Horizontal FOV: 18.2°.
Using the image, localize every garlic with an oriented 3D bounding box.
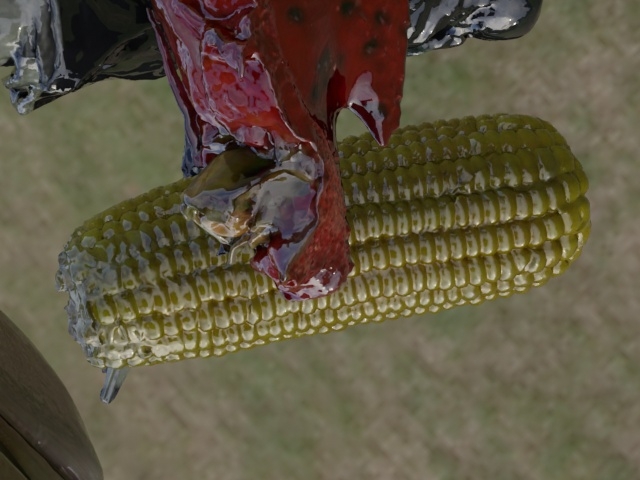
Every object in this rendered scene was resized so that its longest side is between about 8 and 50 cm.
[{"bbox_3d":[-0.288,0.157,1.653,0.325,0.132,0.279,56,-165,-39],"label":"garlic"}]

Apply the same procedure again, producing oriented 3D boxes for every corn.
[{"bbox_3d":[0.000,0.000,1.294,0.131,0.344,0.131,169,90,-80],"label":"corn"}]

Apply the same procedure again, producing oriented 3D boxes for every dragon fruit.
[{"bbox_3d":[-0.023,-0.069,0.840,0.092,0.122,0.192,-4,97,41],"label":"dragon fruit"}]

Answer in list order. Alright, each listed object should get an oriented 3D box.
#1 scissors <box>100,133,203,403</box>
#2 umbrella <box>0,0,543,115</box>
[{"bbox_3d":[-0.098,-0.021,1.439,0.022,0.300,0.109,16,167,30],"label":"scissors"},{"bbox_3d":[-0.054,-0.112,0.969,0.113,0.358,0.106,-165,75,-66],"label":"umbrella"}]
